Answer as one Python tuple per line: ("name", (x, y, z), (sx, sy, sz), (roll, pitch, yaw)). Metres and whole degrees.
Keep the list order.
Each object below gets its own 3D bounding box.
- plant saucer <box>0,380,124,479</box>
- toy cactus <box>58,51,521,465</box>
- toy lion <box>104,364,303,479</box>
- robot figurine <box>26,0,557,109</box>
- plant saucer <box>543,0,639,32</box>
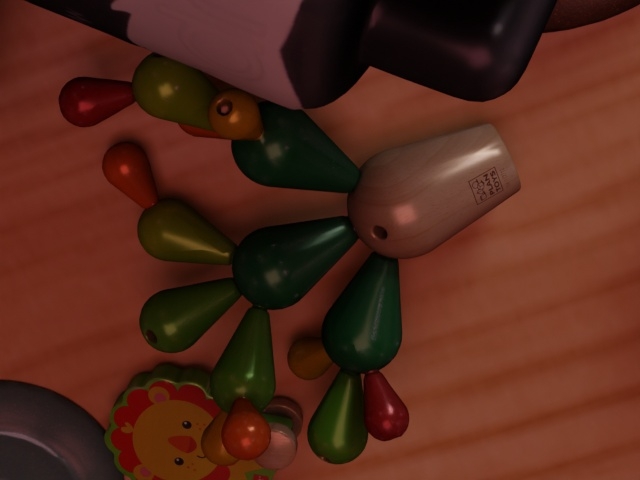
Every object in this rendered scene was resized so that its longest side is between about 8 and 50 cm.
("plant saucer", (-0.160, 0.127, 0.675), (0.119, 0.021, 0.119), (0, 115, 0))
("toy cactus", (0.000, 0.000, 0.583), (0.181, 0.112, 0.219), (-26, 104, 0))
("toy lion", (-0.060, 0.110, 0.665), (0.096, 0.034, 0.100), (9, 115, 3))
("robot figurine", (-0.042, -0.152, 0.444), (0.278, 0.173, 0.209), (23, 113, 8))
("plant saucer", (0.089, -0.173, 0.528), (0.199, 0.036, 0.198), (0, 116, 0))
